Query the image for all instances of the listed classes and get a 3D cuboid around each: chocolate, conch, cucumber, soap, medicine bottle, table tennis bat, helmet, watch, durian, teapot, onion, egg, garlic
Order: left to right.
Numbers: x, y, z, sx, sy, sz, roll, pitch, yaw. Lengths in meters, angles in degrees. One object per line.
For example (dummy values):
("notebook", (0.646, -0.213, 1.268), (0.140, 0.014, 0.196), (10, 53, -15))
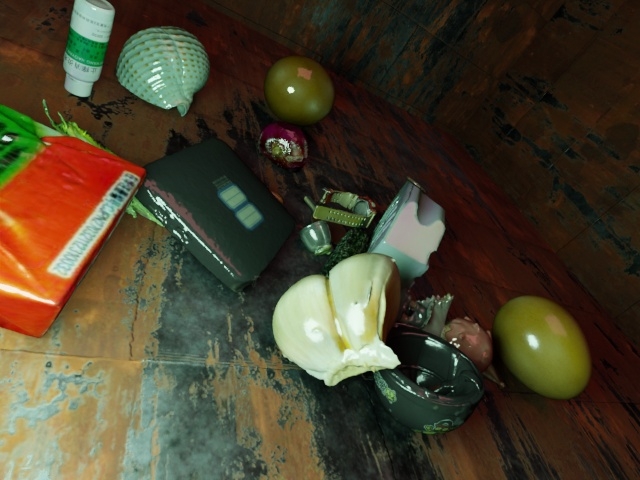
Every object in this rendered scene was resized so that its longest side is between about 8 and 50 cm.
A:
("chocolate", (-0.524, -0.045, 0.662), (0.341, 0.161, 0.360), (24, 39, -18))
("medicine bottle", (-0.632, -0.520, 1.106), (0.095, 0.260, 0.095), (24, 36, -18))
("durian", (-0.456, -0.134, 0.895), (0.375, 0.106, 0.132), (45, 35, -31))
("conch", (-0.515, -0.594, 1.373), (0.302, 0.215, 0.319), (-3, 47, -31))
("onion", (-0.123, -0.362, 1.518), (0.195, 0.140, 0.218), (28, 28, 0))
("egg", (-0.085, -0.639, 1.761), (0.351, 0.283, 0.283), (-9, 53, -51))
("teapot", (0.004, -0.004, 1.203), (0.124, 0.092, 0.091), (-13, 72, -43))
("table tennis bat", (0.011, -0.067, 1.354), (0.130, 0.019, 0.220), (-6, 52, -49))
("watch", (0.069, -0.114, 1.392), (0.268, 0.102, 0.165), (10, 30, -33))
("garlic", (0.056, 0.150, 0.886), (0.249, 0.286, 0.313), (41, 27, -14))
("cucumber", (0.076, 0.047, 1.191), (0.096, 0.096, 0.359), (35, 32, -2))
("soap", (0.268, -0.022, 1.313), (0.156, 0.261, 0.446), (33, 32, 1))
("helmet", (0.215, 0.316, 0.913), (0.230, 0.161, 0.279), (2, 20, -25))
("table tennis bat", (0.330, -0.192, 1.398), (0.087, 0.013, 0.156), (39, 14, 6))
("egg", (0.679, 0.325, 1.261), (0.250, 0.250, 0.323), (2, 56, -42))

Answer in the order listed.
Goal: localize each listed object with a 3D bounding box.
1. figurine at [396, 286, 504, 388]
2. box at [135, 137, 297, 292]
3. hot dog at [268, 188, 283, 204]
("figurine", (0.358, 0.273, 1.127), (0.386, 0.166, 0.207), (33, 66, -9))
("box", (-0.235, -0.080, 1.003), (0.350, 0.091, 0.359), (47, 29, -9))
("hot dog", (-0.204, -0.145, 1.203), (0.235, 0.062, 0.092), (30, 8, -3))
